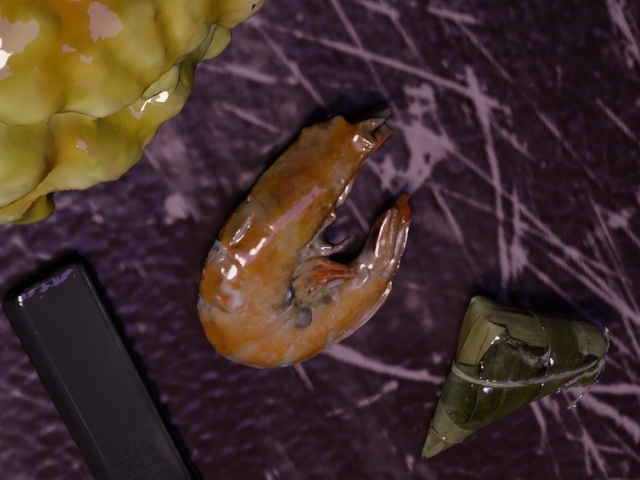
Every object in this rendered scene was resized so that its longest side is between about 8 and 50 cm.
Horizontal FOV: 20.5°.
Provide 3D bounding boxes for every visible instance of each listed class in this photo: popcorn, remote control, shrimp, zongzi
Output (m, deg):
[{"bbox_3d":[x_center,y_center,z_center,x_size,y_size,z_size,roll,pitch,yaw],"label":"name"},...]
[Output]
[{"bbox_3d":[-0.174,-0.135,0.880,0.335,0.279,0.274,-57,136,-13],"label":"popcorn"},{"bbox_3d":[-0.121,0.122,1.103,0.063,0.025,0.245,-32,114,-16],"label":"remote control"},{"bbox_3d":[-0.003,-0.002,1.110,0.132,0.051,0.187,29,98,-45],"label":"shrimp"},{"bbox_3d":[0.132,0.101,1.186,0.109,0.055,0.119,9,112,-26],"label":"zongzi"}]
